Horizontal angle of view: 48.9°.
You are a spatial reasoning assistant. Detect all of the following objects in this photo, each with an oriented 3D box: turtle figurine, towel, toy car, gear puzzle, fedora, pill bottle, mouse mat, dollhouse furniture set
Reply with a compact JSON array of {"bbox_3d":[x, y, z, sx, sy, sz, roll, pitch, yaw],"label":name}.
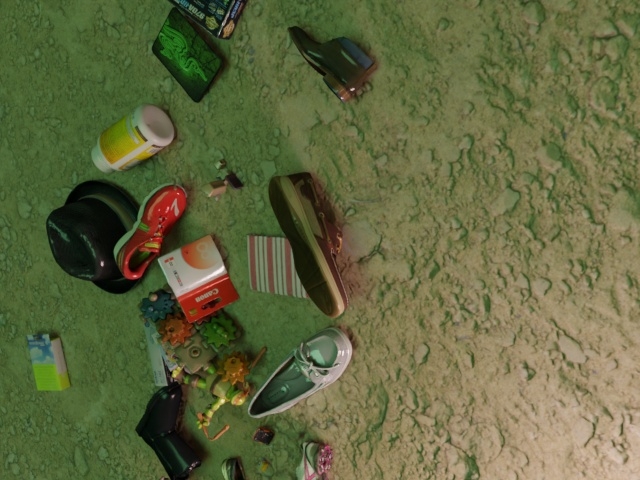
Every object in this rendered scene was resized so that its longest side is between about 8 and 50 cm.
[{"bbox_3d":[-0.260,0.353,1.804,0.217,0.087,0.269,30,91,25],"label":"turtle figurine"},{"bbox_3d":[-0.092,0.059,1.688,0.197,0.029,0.144,6,103,31],"label":"towel"},{"bbox_3d":[-0.160,0.530,1.802,0.040,0.060,0.122,31,110,55],"label":"toy car"},{"bbox_3d":[-0.305,0.230,1.754,0.339,0.175,0.044,46,159,18],"label":"gear puzzle"},{"bbox_3d":[-0.624,0.000,1.897,0.334,0.152,0.333,6,102,28],"label":"fedora"},{"bbox_3d":[-0.483,-0.252,1.789,0.215,0.117,0.117,-25,87,30],"label":"pill bottle"},{"bbox_3d":[-0.325,-0.446,1.699,0.189,0.007,0.152,50,132,6],"label":"mouse mat"},{"bbox_3d":[-0.267,-0.131,1.697,0.081,0.114,0.091,-42,81,33],"label":"dollhouse furniture set"}]

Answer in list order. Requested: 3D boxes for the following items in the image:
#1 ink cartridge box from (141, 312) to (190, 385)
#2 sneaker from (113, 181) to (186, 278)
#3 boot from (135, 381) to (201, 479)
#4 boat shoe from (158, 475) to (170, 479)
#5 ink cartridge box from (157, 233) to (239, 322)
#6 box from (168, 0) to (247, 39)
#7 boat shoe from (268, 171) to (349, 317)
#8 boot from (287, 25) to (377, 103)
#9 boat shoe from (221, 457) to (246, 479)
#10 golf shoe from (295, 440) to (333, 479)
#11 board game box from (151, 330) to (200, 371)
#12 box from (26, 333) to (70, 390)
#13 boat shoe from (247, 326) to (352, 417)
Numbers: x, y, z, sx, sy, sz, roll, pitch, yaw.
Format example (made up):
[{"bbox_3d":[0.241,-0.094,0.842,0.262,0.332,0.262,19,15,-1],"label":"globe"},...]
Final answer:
[{"bbox_3d":[-0.408,0.271,1.862,0.046,0.097,0.207,-6,96,30],"label":"ink cartridge box"},{"bbox_3d":[-0.416,-0.016,1.771,0.279,0.107,0.118,-55,38,16],"label":"sneaker"},{"bbox_3d":[-0.388,0.523,1.900,0.207,0.094,0.246,45,124,18],"label":"boot"},{"bbox_3d":[-0.438,0.752,1.943,0.096,0.112,0.335,29,135,4],"label":"boat shoe"},{"bbox_3d":[-0.303,0.094,1.750,0.146,0.045,0.179,-26,83,-14],"label":"ink cartridge box"},{"bbox_3d":[-0.266,-0.602,1.637,0.220,0.051,0.175,39,116,17],"label":"box"},{"bbox_3d":[0.000,0.000,1.564,0.341,0.123,0.123,65,152,15],"label":"boat shoe"},{"bbox_3d":[0.024,-0.405,1.517,0.106,0.082,0.219,-39,75,7],"label":"boot"},{"bbox_3d":[-0.217,0.649,1.854,0.049,0.056,0.152,-23,88,36],"label":"boat shoe"},{"bbox_3d":[-0.021,0.586,1.722,0.086,0.067,0.186,3,84,35],"label":"golf shoe"},{"bbox_3d":[-0.337,0.250,1.793,0.154,0.026,0.103,-29,70,-14],"label":"board game box"},{"bbox_3d":[-0.833,0.368,2.148,0.109,0.042,0.178,-7,96,29],"label":"box"},{"bbox_3d":[-0.051,0.322,1.670,0.320,0.103,0.118,-41,79,29],"label":"boat shoe"}]
